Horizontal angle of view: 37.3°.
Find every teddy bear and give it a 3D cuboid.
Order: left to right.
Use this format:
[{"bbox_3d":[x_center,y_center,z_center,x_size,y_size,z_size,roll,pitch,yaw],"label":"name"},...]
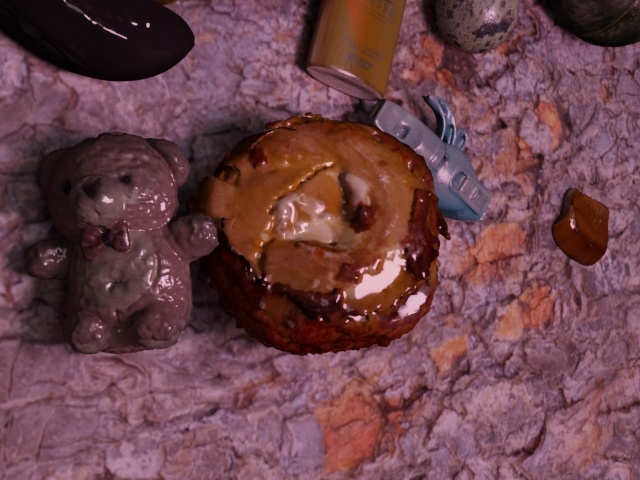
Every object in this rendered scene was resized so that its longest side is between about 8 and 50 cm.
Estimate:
[{"bbox_3d":[-0.237,0.004,1.135,0.235,0.151,0.267,-5,98,4],"label":"teddy bear"}]

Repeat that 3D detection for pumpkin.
[{"bbox_3d":[0.518,-0.494,1.660,0.300,0.207,0.300,0,90,-26],"label":"pumpkin"}]

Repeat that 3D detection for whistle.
[{"bbox_3d":[0.171,-0.114,1.463,0.274,0.093,0.186,41,77,-28],"label":"whistle"}]

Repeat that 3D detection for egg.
[{"bbox_3d":[0.252,-0.381,1.514,0.132,0.132,0.172,22,66,-32],"label":"egg"}]

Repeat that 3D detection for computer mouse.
[{"bbox_3d":[-0.277,-0.247,1.133,0.269,0.137,0.087,15,70,-35],"label":"computer mouse"}]

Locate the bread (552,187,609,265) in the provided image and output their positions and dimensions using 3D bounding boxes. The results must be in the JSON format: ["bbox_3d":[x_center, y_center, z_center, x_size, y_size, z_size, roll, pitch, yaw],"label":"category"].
[{"bbox_3d":[0.479,-0.026,1.709,0.129,0.044,0.126,27,71,-28],"label":"bread"}]

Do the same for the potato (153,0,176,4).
[{"bbox_3d":[-0.234,-0.395,1.209,0.164,0.081,0.200,-37,105,-22],"label":"potato"}]

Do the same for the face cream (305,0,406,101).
[{"bbox_3d":[0.067,-0.363,1.422,0.139,0.067,0.285,20,76,-31],"label":"face cream"}]

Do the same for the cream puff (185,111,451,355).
[{"bbox_3d":[0.003,0.004,1.252,0.350,0.229,0.351,2,63,-5],"label":"cream puff"}]
